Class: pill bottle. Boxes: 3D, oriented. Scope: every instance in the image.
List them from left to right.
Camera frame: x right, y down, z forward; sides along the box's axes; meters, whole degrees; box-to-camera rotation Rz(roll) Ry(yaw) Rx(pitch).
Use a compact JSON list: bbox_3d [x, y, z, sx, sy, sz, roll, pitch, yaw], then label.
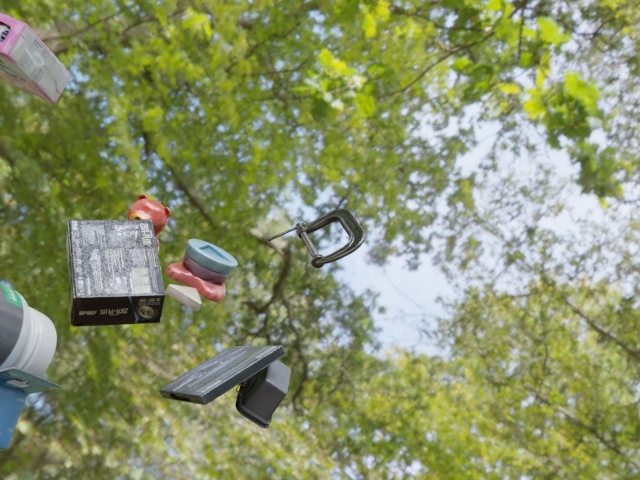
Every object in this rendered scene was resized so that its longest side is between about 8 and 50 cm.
[{"bbox_3d":[-0.682,0.151,1.511,0.204,0.204,0.361,18,-16,33],"label":"pill bottle"}]

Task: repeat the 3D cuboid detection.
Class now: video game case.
[{"bbox_3d":[-0.210,0.276,1.684,0.274,0.196,0.026,-16,-78,61],"label":"video game case"}]

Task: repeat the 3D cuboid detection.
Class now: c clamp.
[{"bbox_3d":[0.000,0.000,1.287,0.022,0.137,0.160,64,-8,-30],"label":"c clamp"}]

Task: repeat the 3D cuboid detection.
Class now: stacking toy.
[{"bbox_3d":[-0.341,0.022,1.874,0.309,0.279,0.130,28,-80,-4],"label":"stacking toy"}]

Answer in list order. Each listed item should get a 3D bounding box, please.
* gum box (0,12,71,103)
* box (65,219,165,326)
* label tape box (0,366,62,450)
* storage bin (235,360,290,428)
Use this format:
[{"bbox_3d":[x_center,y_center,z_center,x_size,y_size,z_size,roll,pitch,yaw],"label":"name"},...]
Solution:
[{"bbox_3d":[-0.508,-0.310,1.341,0.107,0.062,0.188,24,-12,12],"label":"gum box"},{"bbox_3d":[-0.354,0.052,1.382,0.077,0.147,0.180,110,-30,-43],"label":"box"},{"bbox_3d":[-0.646,0.315,1.398,0.240,0.334,0.105,84,-3,-73],"label":"label tape box"},{"bbox_3d":[-0.116,0.303,1.675,0.098,0.135,0.091,35,-74,-9],"label":"storage bin"}]
